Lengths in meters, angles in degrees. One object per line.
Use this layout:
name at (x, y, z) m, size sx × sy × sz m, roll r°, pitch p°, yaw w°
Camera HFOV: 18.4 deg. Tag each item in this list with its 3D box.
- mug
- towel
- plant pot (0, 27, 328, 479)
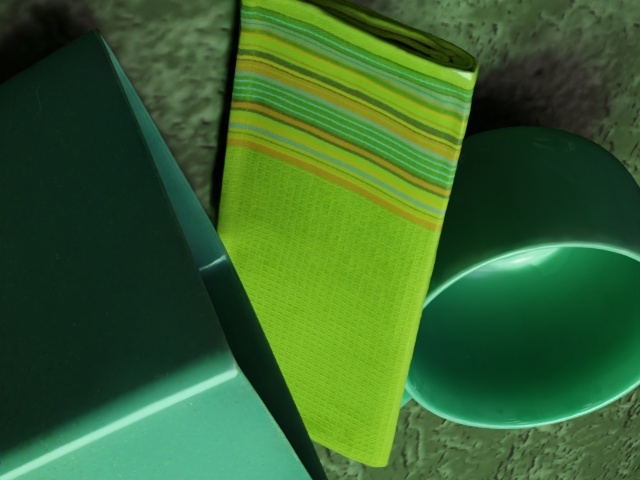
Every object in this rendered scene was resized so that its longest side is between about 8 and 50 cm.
mug at (0.078, 0.012, 0.908) m, size 0.158 × 0.097 × 0.129 m, roll -5°, pitch 137°, yaw -5°
towel at (0.000, 0.000, 0.835) m, size 0.021 × 0.102 × 0.237 m, roll -49°, pitch 157°, yaw -44°
plant pot at (-0.137, 0.071, 0.739) m, size 0.234 × 0.165 × 0.165 m, roll -25°, pitch 143°, yaw 1°
